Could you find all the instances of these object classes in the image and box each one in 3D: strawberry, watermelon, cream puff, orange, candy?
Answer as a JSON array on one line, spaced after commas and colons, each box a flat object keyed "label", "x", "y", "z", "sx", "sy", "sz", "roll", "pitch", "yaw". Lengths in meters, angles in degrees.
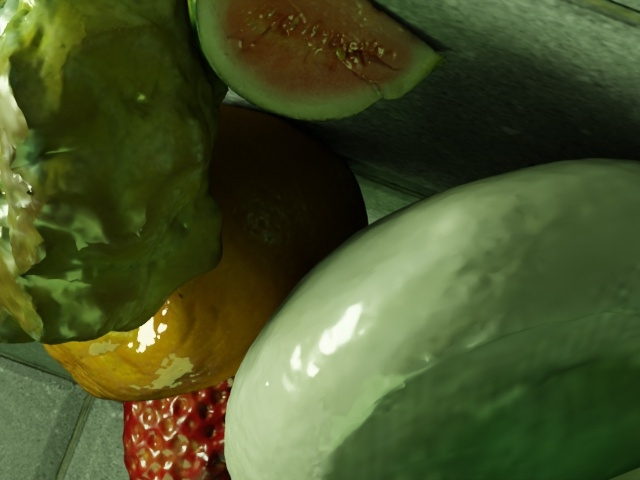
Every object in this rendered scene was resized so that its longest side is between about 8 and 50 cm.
[{"label": "strawberry", "x": -0.140, "y": 0.180, "z": 1.916, "sx": 0.205, "sy": 0.244, "sz": 0.205, "roll": 18, "pitch": 165, "yaw": 5}, {"label": "watermelon", "x": -0.022, "y": -0.104, "z": 0.931, "sx": 0.163, "sy": 0.069, "sz": 0.087, "roll": 25, "pitch": 167, "yaw": -31}, {"label": "cream puff", "x": -0.148, "y": -0.075, "z": 1.014, "sx": 0.185, "sy": 0.282, "sz": 0.282, "roll": -21, "pitch": -169, "yaw": -32}, {"label": "orange", "x": -0.088, "y": -0.005, "z": 1.200, "sx": 0.249, "sy": 0.183, "sz": 0.249, "roll": -20, "pitch": -171, "yaw": 3}, {"label": "candy", "x": 0.120, "y": 0.072, "z": 1.067, "sx": 0.386, "sy": 0.186, "sz": 0.427, "roll": -19, "pitch": 158, "yaw": -1}]
